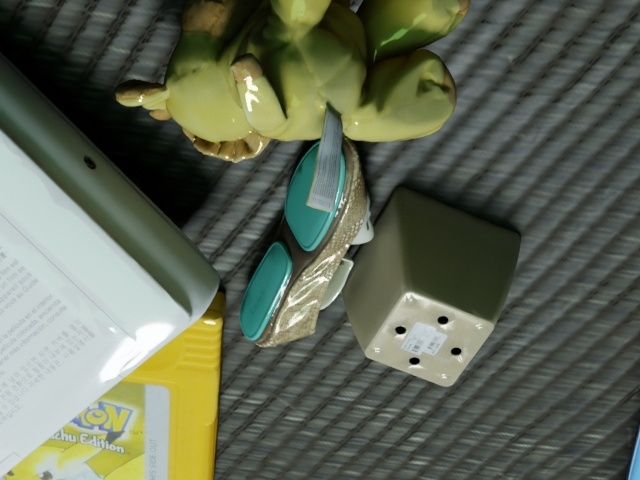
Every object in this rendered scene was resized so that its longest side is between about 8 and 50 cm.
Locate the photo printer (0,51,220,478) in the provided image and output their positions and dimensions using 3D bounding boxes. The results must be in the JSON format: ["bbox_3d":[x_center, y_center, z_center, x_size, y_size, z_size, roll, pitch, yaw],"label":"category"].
[{"bbox_3d":[-0.265,0.001,0.923,0.256,0.107,0.307,-39,106,20],"label":"photo printer"}]

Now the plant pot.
[{"bbox_3d":[0.082,0.044,0.966,0.109,0.096,0.109,21,127,-13],"label":"plant pot"}]

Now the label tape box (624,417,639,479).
[{"bbox_3d":[0.419,0.218,1.015,0.347,0.115,0.249,12,129,13],"label":"label tape box"}]

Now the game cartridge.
[{"bbox_3d":[-0.230,0.150,1.107,0.285,0.053,0.324,6,129,0],"label":"game cartridge"}]

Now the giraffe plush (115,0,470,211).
[{"bbox_3d":[-0.028,-0.116,0.824,0.170,0.210,0.181,1,151,47],"label":"giraffe plush"}]

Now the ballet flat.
[{"bbox_3d":[0.000,0.000,0.969,0.067,0.073,0.206,0,137,-31],"label":"ballet flat"}]
